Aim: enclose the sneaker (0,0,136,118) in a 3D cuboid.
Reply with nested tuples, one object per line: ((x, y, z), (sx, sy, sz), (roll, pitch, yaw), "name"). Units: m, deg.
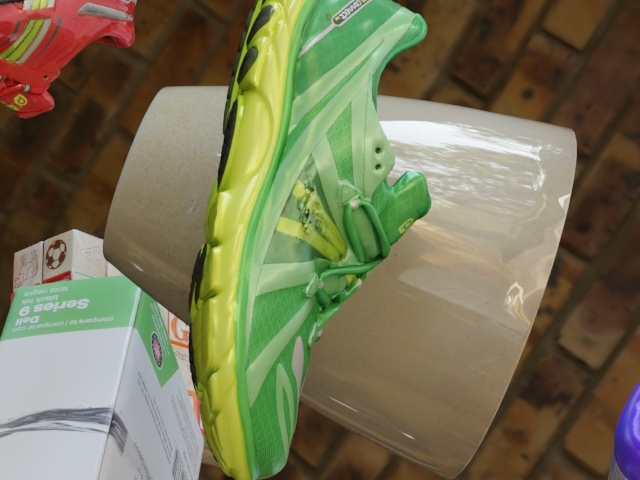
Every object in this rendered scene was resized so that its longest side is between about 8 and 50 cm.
((-0.227, -0.135, 0.957), (0.279, 0.107, 0.118), (-30, -58, -41), "sneaker")

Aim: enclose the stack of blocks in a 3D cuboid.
((-0.170, 0.117, 1.400), (0.087, 0.171, 0.297), (-20, -28, 34), "stack of blocks")

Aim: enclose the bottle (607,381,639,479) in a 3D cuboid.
((0.282, 0.197, 1.119), (0.118, 0.092, 0.283), (-53, -23, -22), "bottle")

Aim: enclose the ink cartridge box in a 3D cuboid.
((-0.185, 0.199, 1.076), (0.289, 0.122, 0.211), (-85, -14, -51), "ink cartridge box")

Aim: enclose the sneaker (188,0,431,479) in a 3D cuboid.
((-0.002, -0.006, 0.766), (0.109, 0.124, 0.295), (-179, 100, -81), "sneaker")

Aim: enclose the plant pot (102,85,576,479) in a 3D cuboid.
((0.000, 0.000, 0.955), (0.256, 0.274, 0.256), (-161, 90, -90), "plant pot")
